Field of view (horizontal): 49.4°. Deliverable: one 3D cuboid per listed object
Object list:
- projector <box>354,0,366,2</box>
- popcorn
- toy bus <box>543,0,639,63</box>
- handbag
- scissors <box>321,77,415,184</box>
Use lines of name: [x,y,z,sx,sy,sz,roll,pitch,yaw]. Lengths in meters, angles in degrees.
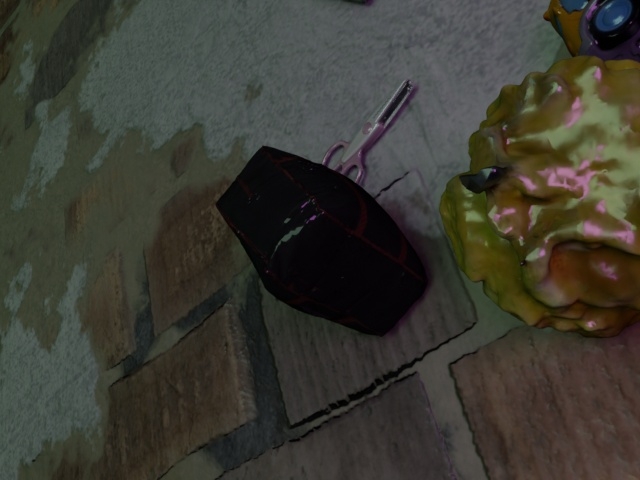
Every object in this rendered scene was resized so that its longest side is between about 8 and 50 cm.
projector: [0.034,-0.416,1.012,0.147,0.061,0.115,35,102,44]
popcorn: [0.226,-0.037,0.588,0.249,0.225,0.249,-12,69,35]
toy bus: [0.314,-0.236,0.644,0.209,0.126,0.136,-45,41,24]
handbag: [0.000,0.000,0.798,0.155,0.215,0.169,-47,43,11]
scissors: [0.064,-0.140,0.917,0.176,0.022,0.085,-50,45,23]
